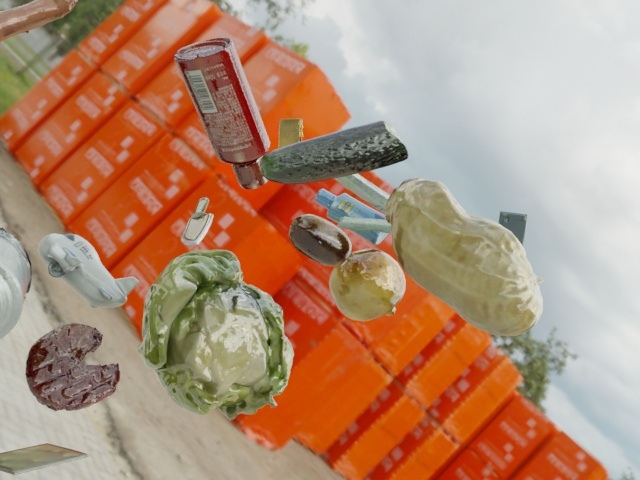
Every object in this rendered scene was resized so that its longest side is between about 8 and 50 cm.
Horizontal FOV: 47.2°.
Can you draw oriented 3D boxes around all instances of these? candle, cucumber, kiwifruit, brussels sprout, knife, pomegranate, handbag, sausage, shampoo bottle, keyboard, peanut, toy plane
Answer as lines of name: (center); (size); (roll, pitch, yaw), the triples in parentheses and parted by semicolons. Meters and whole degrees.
candle: (-0.733, 0.102, 1.542); (0.221, 0.221, 0.342); (47, -1, -23)
cucumber: (0.022, -0.134, 1.151); (0.074, 0.242, 0.074); (164, -90, -76)
kiwifruit: (0.000, 0.000, 1.306); (0.125, 0.075, 0.075); (28, 2, -22)
brussels sprout: (-0.282, 0.233, 1.817); (0.361, 0.342, 0.425); (5, -51, 54)
knife: (-0.214, -0.039, 1.298); (0.256, 0.046, 0.022); (-97, 176, -70)
pomegranate: (0.138, 0.128, 2.166); (0.233, 0.233, 0.233); (45, -5, 5)
handbag: (-0.075, -0.270, 1.867); (0.061, 0.083, 0.027); (3, 1, 25)
sausage: (-0.751, -0.555, 1.837); (0.078, 0.304, 0.078); (43, -26, 28)
shampoo bottle: (-0.178, -0.244, 1.446); (0.076, 0.118, 0.314); (-92, 166, -50)
keyboard: (0.376, 0.031, 1.468); (0.055, 0.176, 0.014); (7, -4, 17)
shampoo bottle: (0.095, -0.083, 2.277); (0.258, 0.104, 0.061); (31, -27, 24)
peanut: (0.240, 0.033, 1.278); (0.340, 0.158, 0.174); (34, -43, 24)
toy plane: (-0.596, 0.075, 1.850); (0.267, 0.122, 0.267); (36, -12, 9)

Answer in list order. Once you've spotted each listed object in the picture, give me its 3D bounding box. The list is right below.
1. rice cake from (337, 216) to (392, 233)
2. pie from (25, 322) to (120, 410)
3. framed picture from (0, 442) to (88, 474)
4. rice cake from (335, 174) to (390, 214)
rice cake: (0.129, -0.040, 1.904); (0.171, 0.033, 0.029); (5, -18, 11)
pie: (-0.578, 0.296, 1.706); (0.054, 0.205, 0.218); (108, -35, -53)
framed picture: (-0.743, 0.558, 1.881); (0.173, 0.010, 0.231); (2, -2, 32)
rice cake: (0.100, -0.121, 1.708); (0.211, 0.043, 0.034); (32, 24, -23)
